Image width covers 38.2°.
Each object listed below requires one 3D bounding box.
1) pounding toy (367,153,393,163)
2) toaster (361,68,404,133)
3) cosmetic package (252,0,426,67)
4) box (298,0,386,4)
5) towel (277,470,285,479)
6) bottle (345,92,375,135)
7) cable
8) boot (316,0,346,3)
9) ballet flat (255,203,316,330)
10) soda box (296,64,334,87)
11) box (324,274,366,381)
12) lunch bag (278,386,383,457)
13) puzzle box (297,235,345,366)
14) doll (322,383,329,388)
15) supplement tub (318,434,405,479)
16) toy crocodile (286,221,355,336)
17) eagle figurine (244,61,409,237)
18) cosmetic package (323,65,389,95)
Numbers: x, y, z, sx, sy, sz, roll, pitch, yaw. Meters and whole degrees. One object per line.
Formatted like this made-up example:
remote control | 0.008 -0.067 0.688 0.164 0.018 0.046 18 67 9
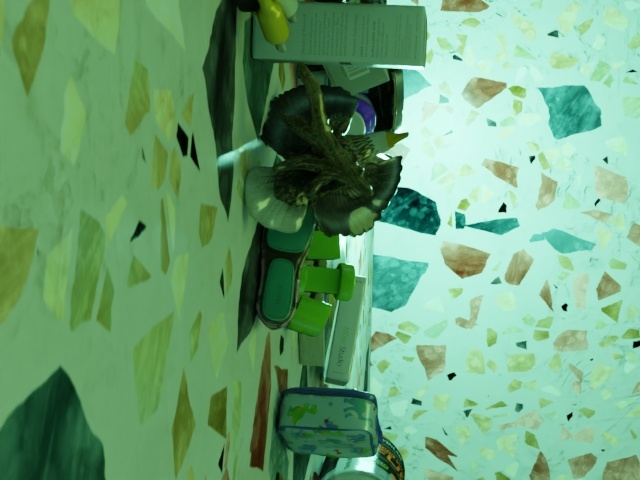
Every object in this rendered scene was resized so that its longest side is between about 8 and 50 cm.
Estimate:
pounding toy | 0.054 -0.143 1.877 0.110 0.183 0.237 -65 173 13
toaster | 0.100 -0.306 2.019 0.110 0.186 0.168 -38 130 -68
cosmetic package | 0.030 -0.281 1.267 0.117 0.231 0.085 -46 137 -79
box | 0.036 -0.451 1.555 0.044 0.159 0.233 83 11 -62
towel | -0.072 0.447 1.599 0.060 0.009 0.083 80 15 -64
bottle | 0.047 -0.236 1.776 0.283 0.118 0.092 -91 -162 -74
cable | -0.077 -0.322 1.047 0.287 0.072 0.139 47 41 -80
boot | -0.035 -0.452 1.179 0.338 0.118 0.223 64 -12 -19
ballet flat | -0.057 0.027 1.379 0.079 0.077 0.221 132 -31 -72
soda box | -0.003 -0.299 1.709 0.183 0.058 0.063 -71 162 -69
box | 0.055 0.214 2.128 0.322 0.059 0.232 97 3 -79
lunch bag | 0.021 0.324 1.634 0.219 0.176 0.090 76 18 -64
puzzle box | 0.006 0.031 1.916 0.409 0.052 0.272 -75 167 -60
doll | 0.003 0.381 2.034 0.189 0.046 0.129 -15 108 -82
supplement tub | 0.098 0.589 2.223 0.338 0.207 0.207 -53 145 -78
toy crocodile | 0.000 0.000 1.623 0.105 0.115 0.340 171 -76 -78
eagle figurine | 0.021 -0.118 1.326 0.298 0.225 0.226 -94 -162 -85
cosmetic package | 0.049 -0.381 1.659 0.238 0.107 0.127 -98 162 -48
